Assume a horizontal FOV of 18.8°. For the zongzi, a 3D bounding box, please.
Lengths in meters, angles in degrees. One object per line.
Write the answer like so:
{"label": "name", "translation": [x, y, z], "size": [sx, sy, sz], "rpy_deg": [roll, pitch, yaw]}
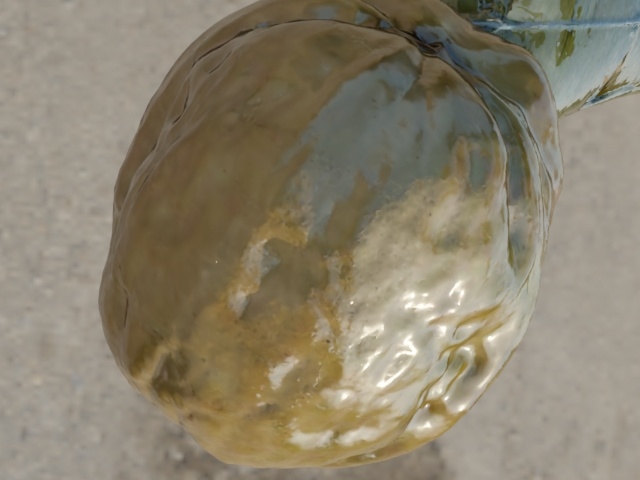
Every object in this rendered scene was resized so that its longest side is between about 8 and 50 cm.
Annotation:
{"label": "zongzi", "translation": [0.176, -0.125, 1.719], "size": [0.356, 0.174, 0.393], "rpy_deg": [18, 83, -52]}

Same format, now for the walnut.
{"label": "walnut", "translation": [0.003, 0.002, 1.294], "size": [0.344, 0.306, 0.306], "rpy_deg": [-55, 166, 31]}
